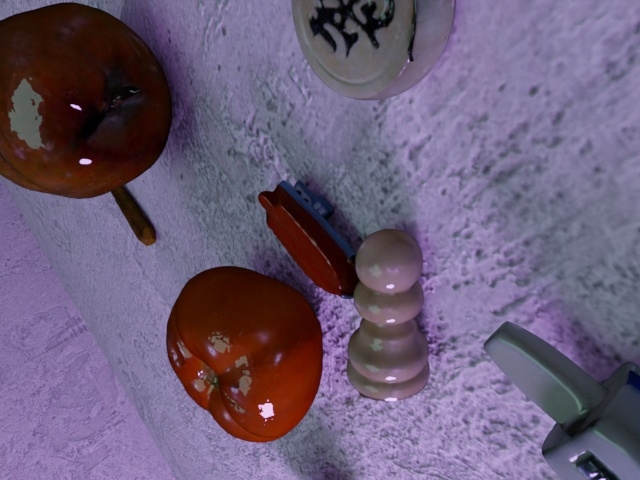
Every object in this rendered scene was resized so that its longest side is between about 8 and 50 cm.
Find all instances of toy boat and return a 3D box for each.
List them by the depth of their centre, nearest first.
[{"bbox_3d":[0.000,0.000,0.569,0.173,0.058,0.069,50,144,5],"label":"toy boat"}]

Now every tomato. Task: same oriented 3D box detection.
[{"bbox_3d":[-0.097,0.156,0.690,0.259,0.180,0.260,30,136,34],"label":"tomato"}]

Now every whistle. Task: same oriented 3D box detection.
[{"bbox_3d":[0.228,0.151,0.355,0.244,0.092,0.110,43,143,22],"label":"whistle"}]

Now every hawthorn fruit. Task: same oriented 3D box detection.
[{"bbox_3d":[-0.343,-0.201,0.691,0.300,0.267,0.268,-4,110,42],"label":"hawthorn fruit"}]

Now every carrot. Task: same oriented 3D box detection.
[{"bbox_3d":[-0.414,-0.061,1.066,0.171,0.042,0.042,52,144,18],"label":"carrot"}]

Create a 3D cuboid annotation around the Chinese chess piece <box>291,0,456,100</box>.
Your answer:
[{"bbox_3d":[0.038,-0.187,0.391,0.144,0.058,0.144,29,134,36],"label":"Chinese chess piece"}]

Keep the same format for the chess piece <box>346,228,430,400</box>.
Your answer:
[{"bbox_3d":[0.072,0.072,0.502,0.094,0.094,0.171,23,125,42],"label":"chess piece"}]
